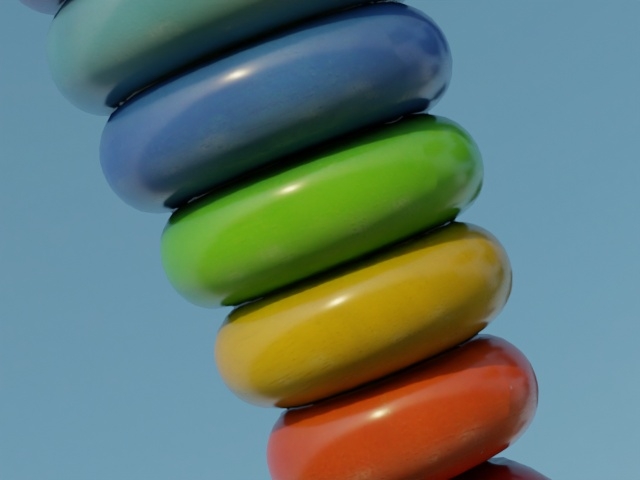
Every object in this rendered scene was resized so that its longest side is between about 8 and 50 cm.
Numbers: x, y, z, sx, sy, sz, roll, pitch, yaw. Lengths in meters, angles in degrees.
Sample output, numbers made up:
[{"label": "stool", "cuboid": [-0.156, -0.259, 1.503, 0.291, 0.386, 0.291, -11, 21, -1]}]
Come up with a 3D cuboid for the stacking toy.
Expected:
[{"label": "stacking toy", "cuboid": [0.000, 0.000, 0.526, 0.141, 0.330, 0.141, -20, -1, 0]}]
